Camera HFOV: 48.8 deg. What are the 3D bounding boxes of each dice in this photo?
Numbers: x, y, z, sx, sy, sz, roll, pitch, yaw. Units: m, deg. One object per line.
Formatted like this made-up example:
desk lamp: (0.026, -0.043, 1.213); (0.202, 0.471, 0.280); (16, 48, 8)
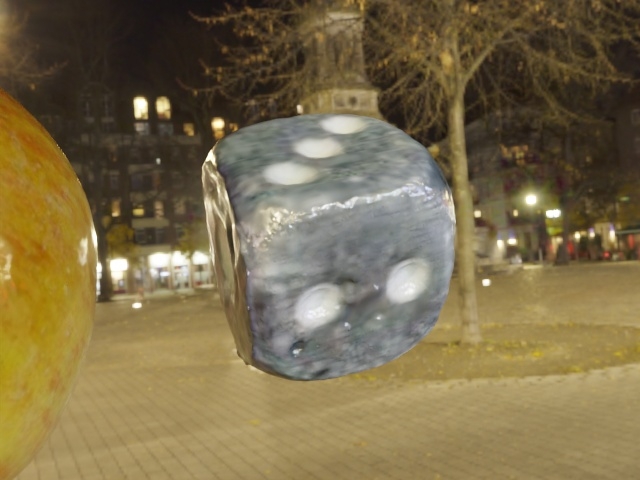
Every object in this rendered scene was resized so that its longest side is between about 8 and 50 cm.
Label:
dice: (0.000, 0.000, 0.620); (0.183, 0.182, 0.182); (-13, 34, -17)

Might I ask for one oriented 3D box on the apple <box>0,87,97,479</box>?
apple: (-0.364, 0.029, 0.505); (0.399, 0.401, 0.334); (-4, -21, -4)
